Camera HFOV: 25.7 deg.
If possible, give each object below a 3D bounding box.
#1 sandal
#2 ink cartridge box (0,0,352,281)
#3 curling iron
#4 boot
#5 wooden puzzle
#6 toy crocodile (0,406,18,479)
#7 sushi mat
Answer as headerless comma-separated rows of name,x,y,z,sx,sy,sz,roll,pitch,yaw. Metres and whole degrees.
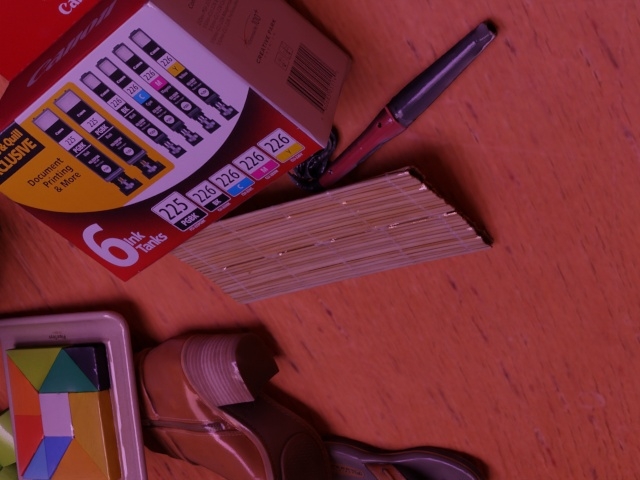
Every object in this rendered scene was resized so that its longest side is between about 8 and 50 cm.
sandal,0.078,0.273,1.580,0.219,0.060,0.090,9,129,18
ink cartridge box,-0.179,-0.138,1.295,0.272,0.130,0.309,38,134,-22
curling iron,0.057,-0.121,1.292,0.068,0.035,0.274,46,131,-14
boot,-0.120,0.239,1.599,0.220,0.109,0.283,-13,110,38
wooden puzzle,-0.294,0.202,1.631,0.221,0.044,0.238,-6,96,38
toy crocodile,-0.451,0.300,1.833,0.115,0.105,0.340,36,137,-4
sushi mat,0.000,0.000,1.393,0.316,0.019,0.151,-14,142,33
